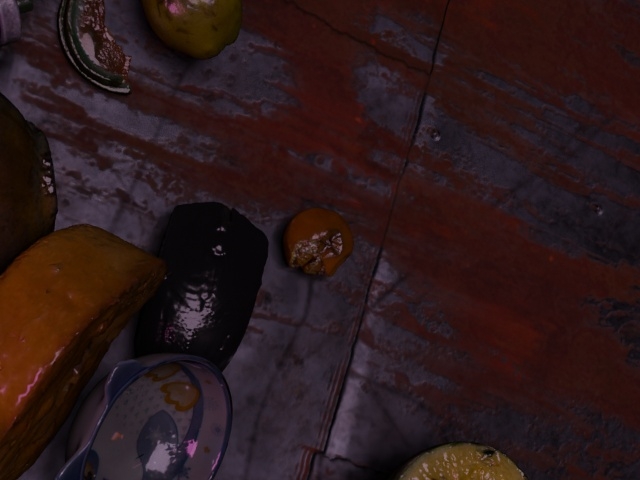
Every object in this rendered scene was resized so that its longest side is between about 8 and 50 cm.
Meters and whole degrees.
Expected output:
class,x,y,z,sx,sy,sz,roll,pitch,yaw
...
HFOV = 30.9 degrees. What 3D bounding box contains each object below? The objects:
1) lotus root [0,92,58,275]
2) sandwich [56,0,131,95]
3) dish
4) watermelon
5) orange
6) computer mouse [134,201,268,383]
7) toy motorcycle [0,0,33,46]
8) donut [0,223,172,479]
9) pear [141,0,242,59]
class,x,y,z,sx,sy,sz,roll,pitch,yaw
lotus root,-0.422,-0.058,1.066,0.345,0.250,0.251,4,81,-20
sandwich,-0.251,-0.219,1.281,0.067,0.029,0.135,-29,95,-24
dish,-0.200,0.204,1.186,0.227,0.086,0.237,-22,123,-44
watermelon,0.133,0.337,1.312,0.232,0.127,0.204,-30,95,-27
orange,0.000,0.000,1.342,0.086,0.062,0.086,5,78,-25
computer mouse,-0.133,0.062,1.267,0.122,0.073,0.217,21,73,-19
toy motorcycle,-0.323,-0.338,1.223,0.205,0.127,0.275,-19,83,-26
donut,-0.267,0.101,1.109,0.108,0.277,0.278,37,68,4
pear,-0.144,-0.268,1.295,0.107,0.107,0.131,-33,104,-25
